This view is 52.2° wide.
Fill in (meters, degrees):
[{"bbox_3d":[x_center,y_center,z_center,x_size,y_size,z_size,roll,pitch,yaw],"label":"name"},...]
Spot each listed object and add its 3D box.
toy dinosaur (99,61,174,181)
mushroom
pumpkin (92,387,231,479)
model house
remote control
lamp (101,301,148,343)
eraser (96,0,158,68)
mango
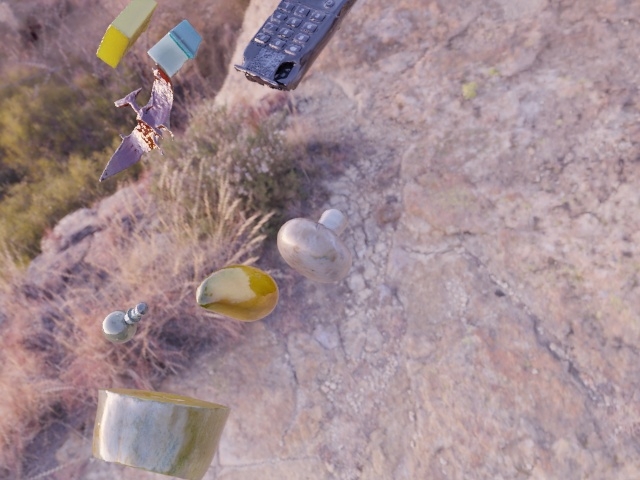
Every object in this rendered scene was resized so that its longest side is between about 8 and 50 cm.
[{"bbox_3d":[-0.441,-0.298,1.594,0.327,0.206,0.113,-22,-3,37],"label":"toy dinosaur"},{"bbox_3d":[0.000,0.000,1.980,0.244,0.243,0.243,-16,42,15],"label":"mushroom"},{"bbox_3d":[-0.398,0.483,1.625,0.333,0.332,0.199,-1,75,28],"label":"pumpkin"},{"bbox_3d":[-0.419,-0.567,1.930,0.149,0.100,0.127,-42,18,7],"label":"model house"},{"bbox_3d":[0.001,-0.441,1.228,0.145,0.062,0.398,28,75,24],"label":"remote control"},{"bbox_3d":[-0.512,0.211,1.740,0.163,0.091,0.091,-36,35,28],"label":"lamp"},{"bbox_3d":[-0.365,-0.400,1.238,0.097,0.045,0.122,-37,24,49],"label":"eraser"},{"bbox_3d":[-0.234,0.154,1.898,0.119,0.317,0.176,-38,65,35],"label":"mango"}]
